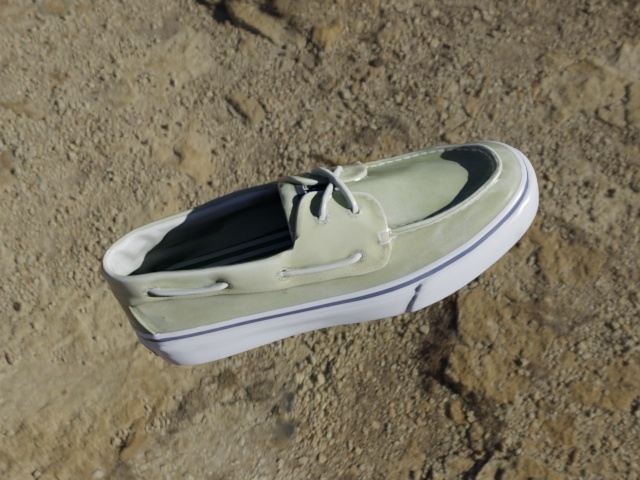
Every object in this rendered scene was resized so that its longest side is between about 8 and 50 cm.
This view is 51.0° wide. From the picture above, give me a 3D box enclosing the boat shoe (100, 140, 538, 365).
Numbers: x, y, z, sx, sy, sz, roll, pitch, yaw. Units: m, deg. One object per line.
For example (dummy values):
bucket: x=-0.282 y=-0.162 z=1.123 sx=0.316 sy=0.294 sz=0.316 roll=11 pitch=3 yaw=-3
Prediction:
boat shoe: x=0.000 y=0.000 z=0.452 sx=0.302 sy=0.094 sz=0.109 roll=-23 pitch=49 yaw=4
